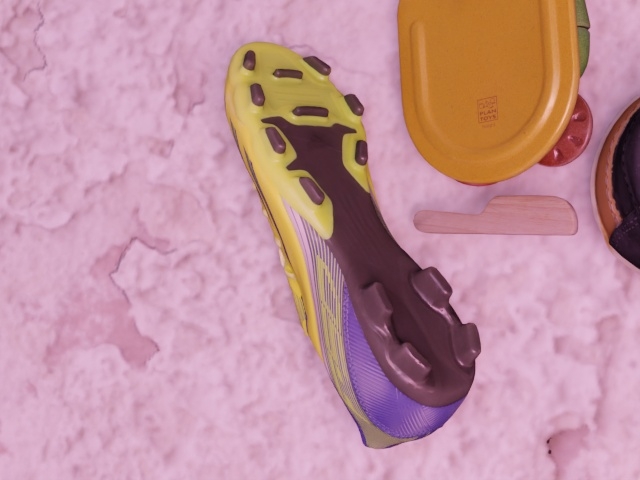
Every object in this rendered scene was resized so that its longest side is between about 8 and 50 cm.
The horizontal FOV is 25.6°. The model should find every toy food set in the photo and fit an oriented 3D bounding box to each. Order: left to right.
[{"bbox_3d":[0.121,-0.101,0.897,0.128,0.071,0.218,-8,79,38],"label":"toy food set"}]

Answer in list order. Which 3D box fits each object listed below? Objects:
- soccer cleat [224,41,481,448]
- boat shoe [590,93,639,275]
[{"bbox_3d":[-0.001,0.001,0.900,0.289,0.093,0.121,63,142,23],"label":"soccer cleat"},{"bbox_3d":[0.382,0.039,0.765,0.500,0.156,0.187,26,89,14],"label":"boat shoe"}]
